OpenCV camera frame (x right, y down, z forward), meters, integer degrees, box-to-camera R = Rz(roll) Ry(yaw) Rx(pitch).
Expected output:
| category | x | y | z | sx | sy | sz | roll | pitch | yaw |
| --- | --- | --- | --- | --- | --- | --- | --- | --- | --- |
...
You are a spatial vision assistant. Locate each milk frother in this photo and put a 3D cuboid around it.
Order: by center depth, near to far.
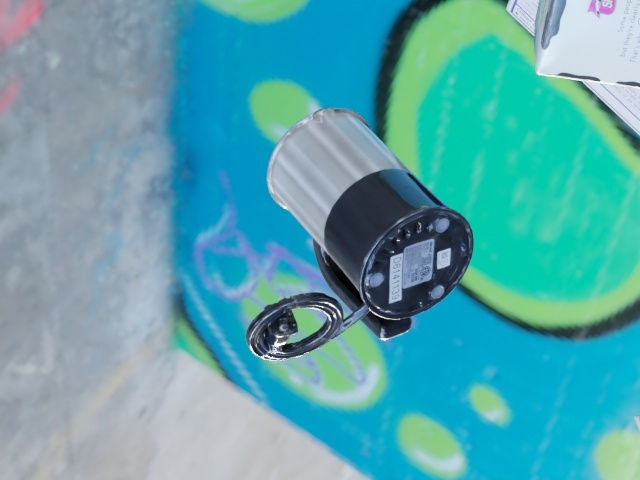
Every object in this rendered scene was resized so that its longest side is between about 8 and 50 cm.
| category | x | y | z | sx | sy | sz | roll | pitch | yaw |
| --- | --- | --- | --- | --- | --- | --- | --- | --- | --- |
| milk frother | 0.000 | 0.000 | 1.003 | 0.143 | 0.135 | 0.129 | -2 | 123 | -33 |

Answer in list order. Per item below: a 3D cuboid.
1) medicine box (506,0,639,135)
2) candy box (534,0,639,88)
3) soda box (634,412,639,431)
| category | x | y | z | sx | sy | sz | roll | pitch | yaw |
| --- | --- | --- | --- | --- | --- | --- | --- | --- | --- |
| medicine box | 0.324 | -0.212 | 1.328 | 0.149 | 0.263 | 0.289 | -42 | 171 | -14 |
| candy box | 0.264 | -0.171 | 0.974 | 0.071 | 0.233 | 0.159 | -82 | -179 | -49 |
| soda box | 0.304 | 0.209 | 1.182 | 0.058 | 0.183 | 0.063 | -22 | 171 | 1 |
